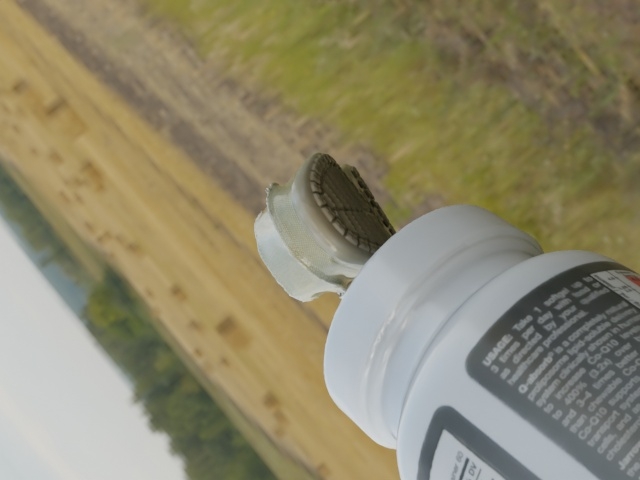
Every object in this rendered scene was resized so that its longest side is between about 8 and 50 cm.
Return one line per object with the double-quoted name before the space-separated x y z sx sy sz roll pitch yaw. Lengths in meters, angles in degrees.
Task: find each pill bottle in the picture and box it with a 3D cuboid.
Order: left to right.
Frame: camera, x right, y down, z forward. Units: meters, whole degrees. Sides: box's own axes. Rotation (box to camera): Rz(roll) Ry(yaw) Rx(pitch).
"pill bottle" 0.179 0.134 0.981 0.363 0.210 0.210 38 167 38

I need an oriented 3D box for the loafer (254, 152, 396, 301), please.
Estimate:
"loafer" 0.000 0.000 1.171 0.102 0.092 0.268 55 -173 4
